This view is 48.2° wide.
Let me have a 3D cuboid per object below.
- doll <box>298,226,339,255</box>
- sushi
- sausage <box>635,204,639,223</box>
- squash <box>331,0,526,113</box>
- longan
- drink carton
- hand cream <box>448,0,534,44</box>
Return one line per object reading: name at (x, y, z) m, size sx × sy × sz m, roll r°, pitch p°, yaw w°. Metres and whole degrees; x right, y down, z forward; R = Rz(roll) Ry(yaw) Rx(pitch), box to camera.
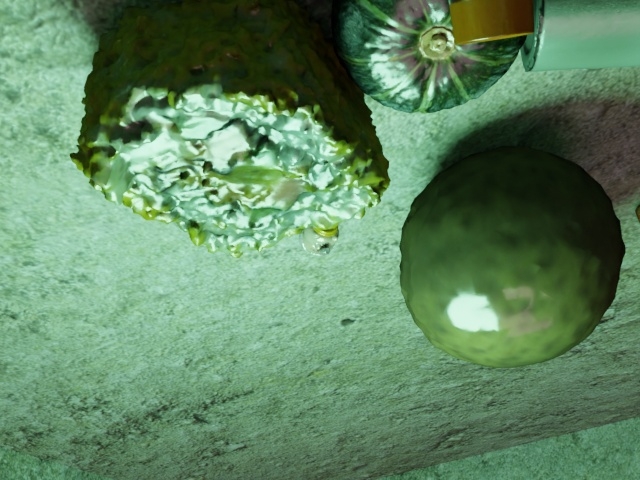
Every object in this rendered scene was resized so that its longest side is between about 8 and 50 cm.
doll at (0.000, 0.000, 1.389) m, size 0.073 × 0.084 × 0.127 m, roll 0°, pitch 141°, yaw -22°
sushi at (-0.126, -0.148, 0.985) m, size 0.351 × 0.240 × 0.396 m, roll -22°, pitch 148°, yaw 22°
sausage at (0.696, -0.039, 1.512) m, size 0.039 × 0.041 × 0.131 m, roll -18°, pitch 146°, yaw 25°
squash at (0.135, -0.283, 0.906) m, size 0.252 × 0.165 × 0.252 m, roll -1°, pitch 133°, yaw -1°
longan at (0.324, 0.029, 1.249) m, size 0.391 × 0.391 × 0.391 m, roll -5°, pitch 147°, yaw -4°
drink carton at (0.365, -0.307, 0.930) m, size 0.190 × 0.185 × 0.191 m, roll 2°, pitch 149°, yaw 6°
hand cream at (0.159, -0.364, 0.732) m, size 0.140 × 0.089 × 0.314 m, roll -5°, pitch 105°, yaw -1°
